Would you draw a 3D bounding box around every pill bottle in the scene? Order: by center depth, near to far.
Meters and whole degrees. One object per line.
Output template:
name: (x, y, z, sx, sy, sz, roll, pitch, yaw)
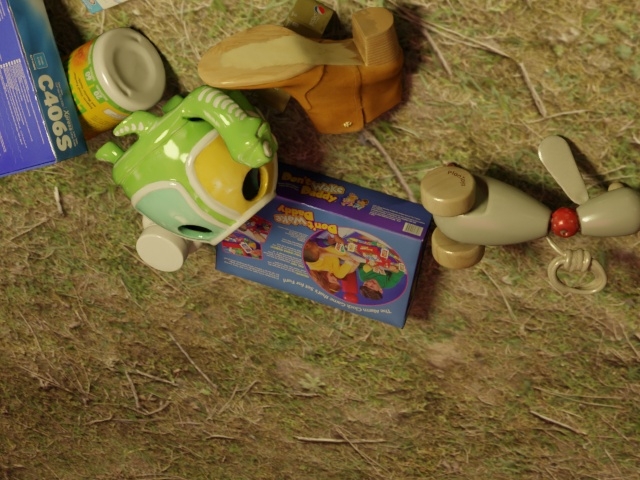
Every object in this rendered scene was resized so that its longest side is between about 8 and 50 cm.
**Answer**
pill bottle: (-0.374, -0.235, 2.128, 0.246, 0.136, 0.136, -20, 122, 39)
pill bottle: (-0.233, -0.042, 2.225, 0.112, 0.186, 0.112, 13, 137, 13)

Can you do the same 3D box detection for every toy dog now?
toy dog: (0.305, -0.061, 2.013, 0.334, 0.161, 0.220, 12, 137, -8)

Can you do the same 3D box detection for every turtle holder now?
turtle holder: (-0.163, -0.133, 2.019, 0.320, 0.243, 0.227, -36, 94, 34)

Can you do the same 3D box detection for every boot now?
boot: (-0.019, -0.218, 1.911, 0.295, 0.104, 0.211, -15, 148, -6)

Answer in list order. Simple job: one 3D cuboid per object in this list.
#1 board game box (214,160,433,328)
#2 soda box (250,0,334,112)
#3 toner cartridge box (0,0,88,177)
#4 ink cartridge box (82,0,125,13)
board game box: (0.000, 0.000, 2.241, 0.347, 0.078, 0.233, 18, 139, 8)
soda box: (-0.044, -0.276, 1.984, 0.058, 0.061, 0.181, 27, 139, -4)
toner cartridge box: (-0.485, -0.280, 2.057, 0.165, 0.075, 0.348, -9, 100, 37)
ink cartridge box: (-0.314, -0.401, 1.990, 0.122, 0.052, 0.088, -11, 128, 35)
